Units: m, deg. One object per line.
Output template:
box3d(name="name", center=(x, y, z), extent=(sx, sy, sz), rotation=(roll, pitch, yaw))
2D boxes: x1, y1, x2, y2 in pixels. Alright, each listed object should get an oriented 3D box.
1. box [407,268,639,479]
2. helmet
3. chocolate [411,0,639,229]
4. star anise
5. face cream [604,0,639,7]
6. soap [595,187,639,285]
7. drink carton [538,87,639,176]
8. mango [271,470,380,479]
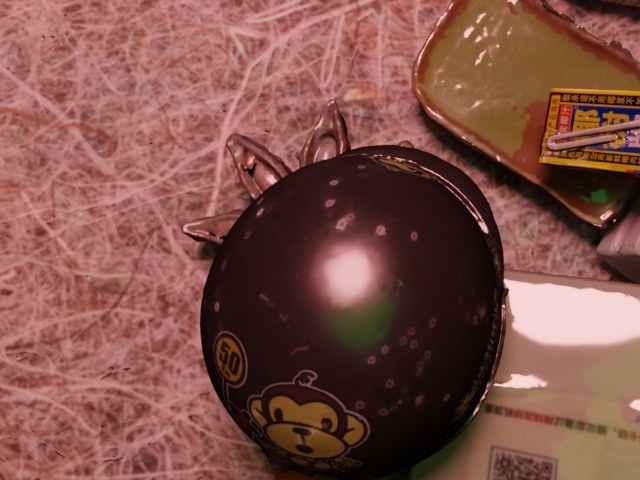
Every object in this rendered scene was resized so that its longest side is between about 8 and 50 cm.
box3d(name="box", center=(0.268, 0.239, 0.594), extent=(0.395, 0.111, 0.397), rotation=(7, 80, 19))
box3d(name="helmet", center=(0.022, 0.037, 0.525), extent=(0.230, 0.160, 0.279), rotation=(20, 82, 18))
box3d(name="chocolate", center=(0.218, -0.141, 0.722), extent=(0.261, 0.083, 0.161), rotation=(37, 97, 4))
box3d(name="star anise", center=(0.001, 0.000, 0.673), extent=(0.235, 0.109, 0.223), rotation=(-19, 73, 11))
box3d(name="face cream", center=(0.342, -0.289, 0.756), extent=(0.268, 0.082, 0.082), rotation=(10, 79, -2))
box3d(name="soap", center=(0.372, -0.061, 0.690), extent=(0.091, 0.145, 0.231), rotation=(34, 84, -6))
box3d(name="drink carton", center=(0.278, -0.090, 0.614), extent=(0.165, 0.056, 0.071), rotation=(11, 92, 34))
box3d(name="mango", center=(0.016, 0.283, 0.535), extent=(0.120, 0.295, 0.177), rotation=(0, 111, -13))
